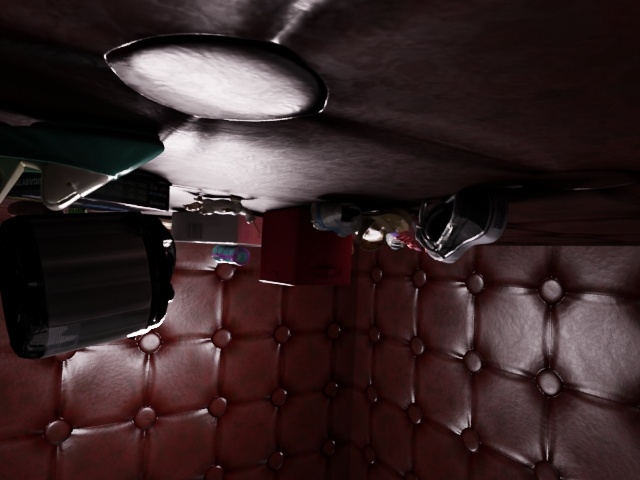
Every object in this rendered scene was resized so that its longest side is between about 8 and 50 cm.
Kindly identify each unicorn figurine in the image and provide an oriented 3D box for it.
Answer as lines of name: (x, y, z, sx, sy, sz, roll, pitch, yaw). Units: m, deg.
unicorn figurine: (-0.205, -0.069, 0.924, 0.161, 0.060, 0.111, 19, 179, 1)

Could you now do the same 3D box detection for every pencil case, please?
pencil case: (-0.302, 0.049, 1.416, 0.070, 0.065, 0.151, -17, -168, -41)

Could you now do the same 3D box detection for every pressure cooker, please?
pressure cooker: (-0.609, 0.106, 1.164, 0.420, 0.376, 0.369, -7, 176, -43)

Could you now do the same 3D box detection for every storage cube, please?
storage cube: (-0.042, 0.020, 1.141, 0.183, 0.193, 0.215, 4, 178, -35)

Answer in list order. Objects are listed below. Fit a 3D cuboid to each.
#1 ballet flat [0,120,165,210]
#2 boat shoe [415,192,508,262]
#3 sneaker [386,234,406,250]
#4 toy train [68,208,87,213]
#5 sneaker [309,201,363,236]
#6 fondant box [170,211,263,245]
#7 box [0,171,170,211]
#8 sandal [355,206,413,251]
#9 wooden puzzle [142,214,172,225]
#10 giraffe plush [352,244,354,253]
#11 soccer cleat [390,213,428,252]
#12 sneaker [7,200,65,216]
ballet flat: (-0.279, -0.072, 0.399, 0.247, 0.087, 0.083, 3, 177, -21)
boat shoe: (0.237, -0.022, 0.808, 0.104, 0.113, 0.306, 9, 175, -1)
sneaker: (0.259, -0.010, 1.405, 0.085, 0.086, 0.237, 4, 177, 10)
toy train: (-0.765, -0.089, 1.332, 0.083, 0.024, 0.017, 2, 178, 27)
sneaker: (0.060, -0.049, 0.915, 0.082, 0.072, 0.190, -10, 174, 30)
fondant box: (-0.283, -0.031, 1.378, 0.238, 0.096, 0.330, 2, 179, 21)
box: (-0.388, -0.084, 0.685, 0.175, 0.051, 0.220, 2, 177, 24)
sandal: (0.121, -0.014, 1.003, 0.088, 0.079, 0.240, 41, 158, -11)
wooden puzzle: (-0.580, -0.042, 1.621, 0.347, 0.081, 0.322, 3, 177, -25)
giraffe plush: (0.000, 0.000, 1.469, 0.170, 0.182, 0.210, 14, -140, 40)
soccer cleat: (0.241, -0.017, 1.111, 0.083, 0.095, 0.248, 1, 177, 43)
sneaker: (-0.771, -0.086, 1.150, 0.134, 0.051, 0.070, 7, 167, -30)
